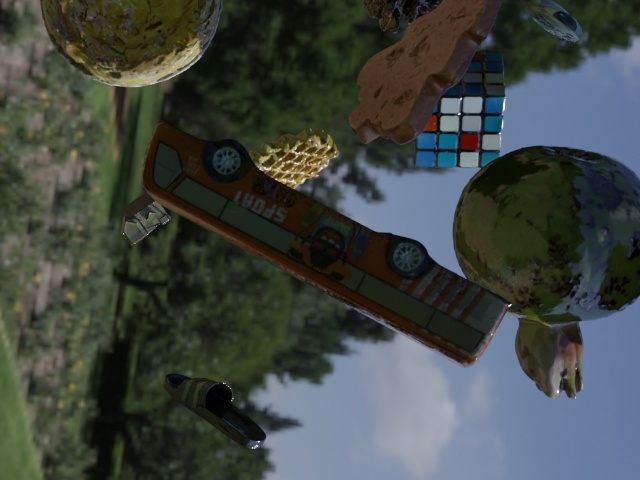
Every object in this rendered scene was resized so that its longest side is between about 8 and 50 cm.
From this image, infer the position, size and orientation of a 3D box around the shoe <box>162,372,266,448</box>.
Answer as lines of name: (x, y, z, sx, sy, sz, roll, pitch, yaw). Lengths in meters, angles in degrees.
shoe: (-0.143, 0.225, 1.835, 0.071, 0.179, 0.049, -4, 122, -57)

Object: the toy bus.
toy bus: (0.000, 0.000, 1.349, 0.092, 0.409, 0.093, -61, 175, -7)

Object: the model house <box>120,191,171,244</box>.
model house: (-0.298, -0.038, 2.144, 0.058, 0.083, 0.057, 58, -12, -13)

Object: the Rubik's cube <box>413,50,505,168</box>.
Rubik's cube: (0.240, -0.229, 2.254, 0.155, 0.151, 0.154, -82, 172, -51)

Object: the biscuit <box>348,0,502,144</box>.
biscuit: (0.157, -0.257, 1.829, 0.306, 0.043, 0.284, -46, -157, 15)

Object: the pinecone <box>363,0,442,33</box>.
pinecone: (0.169, -0.471, 2.133, 0.243, 0.257, 0.243, 49, -15, 18)

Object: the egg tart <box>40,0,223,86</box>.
egg tart: (-0.244, -0.310, 1.672, 0.094, 0.234, 0.234, 168, -70, -81)

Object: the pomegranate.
pomegranate: (0.319, 0.045, 1.759, 0.285, 0.285, 0.340, -108, -160, -79)

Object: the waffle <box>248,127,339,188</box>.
waffle: (-0.059, -0.124, 2.135, 0.191, 0.191, 0.038, 109, -42, -65)

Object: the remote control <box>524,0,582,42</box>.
remote control: (0.387, -0.365, 2.134, 0.045, 0.097, 0.256, -55, -173, 12)
